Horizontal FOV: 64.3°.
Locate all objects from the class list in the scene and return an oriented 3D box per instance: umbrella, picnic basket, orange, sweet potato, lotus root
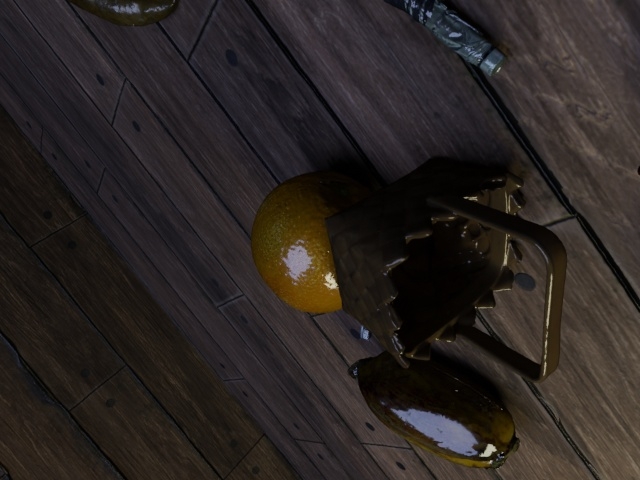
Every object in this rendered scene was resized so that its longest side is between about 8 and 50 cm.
[{"bbox_3d":[0.167,-0.288,0.674,0.188,0.050,0.046,42,126,13],"label":"umbrella"},{"bbox_3d":[0.198,0.041,0.740,0.321,0.291,0.254,31,144,46],"label":"picnic basket"},{"bbox_3d":[0.000,0.000,0.961,0.274,0.274,0.274,31,143,27],"label":"orange"},{"bbox_3d":[-0.484,-0.555,1.107,0.422,0.130,0.131,32,144,15],"label":"sweet potato"},{"bbox_3d":[0.236,0.367,1.127,0.397,0.179,0.196,24,138,32],"label":"lotus root"}]

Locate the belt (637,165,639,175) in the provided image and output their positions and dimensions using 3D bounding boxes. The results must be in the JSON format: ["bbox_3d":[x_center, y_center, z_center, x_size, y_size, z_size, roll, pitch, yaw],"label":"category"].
[{"bbox_3d":[0.419,-0.096,0.489,0.124,0.128,0.201,47,148,2],"label":"belt"}]

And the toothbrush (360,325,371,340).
[{"bbox_3d":[0.110,0.149,1.203,0.025,0.020,0.287,21,139,23],"label":"toothbrush"}]
